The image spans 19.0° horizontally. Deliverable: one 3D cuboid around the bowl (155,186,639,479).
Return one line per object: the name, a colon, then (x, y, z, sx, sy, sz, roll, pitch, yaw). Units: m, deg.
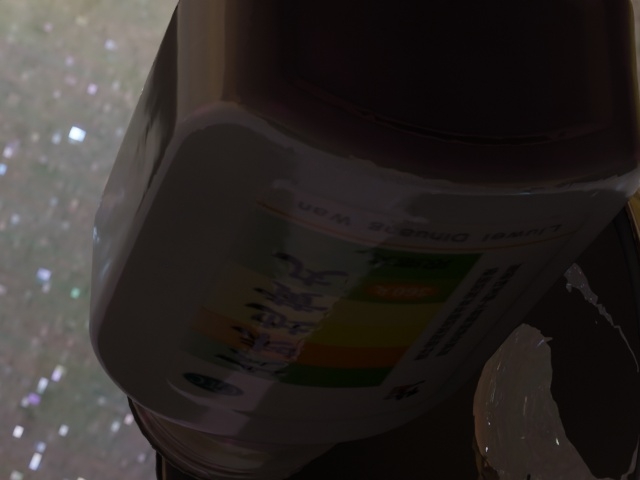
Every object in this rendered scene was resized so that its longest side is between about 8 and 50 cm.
bowl: (0.080, 0.082, 0.911, 0.157, 0.345, 0.345, 10, -145, -37)

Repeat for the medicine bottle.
medicine bottle: (0.000, 0.000, 0.805, 0.179, 0.324, 0.124, 6, -117, -16)
